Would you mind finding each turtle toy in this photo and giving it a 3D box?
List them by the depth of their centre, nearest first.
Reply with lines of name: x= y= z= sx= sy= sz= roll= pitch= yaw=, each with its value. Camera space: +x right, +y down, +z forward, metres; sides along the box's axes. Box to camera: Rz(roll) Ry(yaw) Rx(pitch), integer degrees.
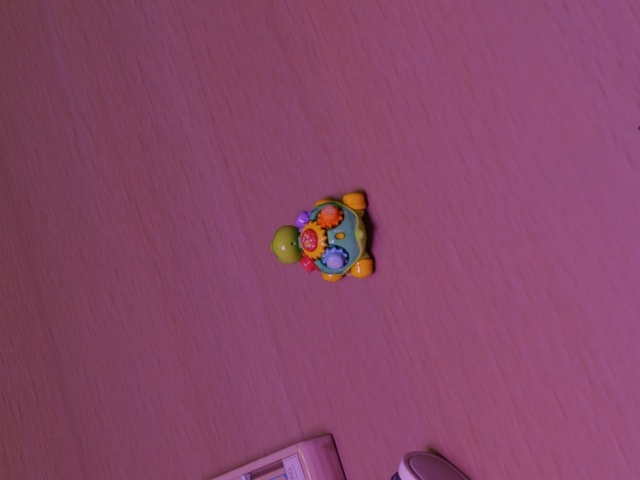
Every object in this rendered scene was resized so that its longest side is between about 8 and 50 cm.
turtle toy: x=0.000 y=0.000 z=1.235 sx=0.130 sy=0.066 sz=0.095 roll=-11 pitch=85 yaw=49

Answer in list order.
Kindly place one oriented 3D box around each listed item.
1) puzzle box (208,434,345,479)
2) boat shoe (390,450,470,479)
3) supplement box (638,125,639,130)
puzzle box: x=-0.026 y=0.459 z=1.319 sx=0.272 sy=0.052 sz=0.409 roll=-33 pitch=69 yaw=46
boat shoe: x=0.146 y=0.310 z=1.076 sx=0.254 sy=0.095 sz=0.079 roll=42 pitch=121 yaw=40
supplement box: x=0.313 y=-0.084 z=0.878 sx=0.083 sy=0.056 sz=0.083 roll=-51 pitch=57 yaw=38
